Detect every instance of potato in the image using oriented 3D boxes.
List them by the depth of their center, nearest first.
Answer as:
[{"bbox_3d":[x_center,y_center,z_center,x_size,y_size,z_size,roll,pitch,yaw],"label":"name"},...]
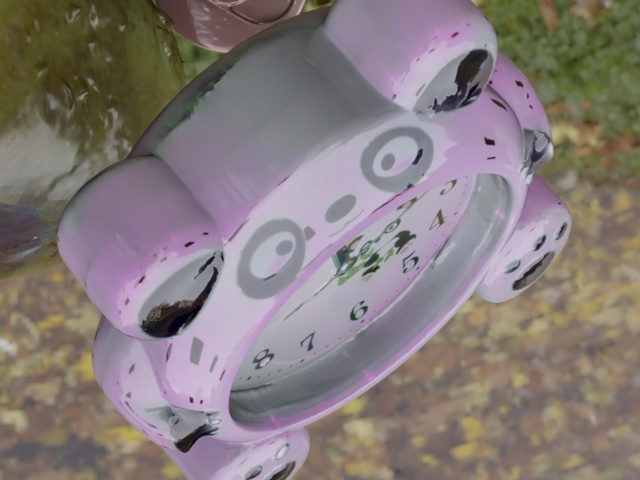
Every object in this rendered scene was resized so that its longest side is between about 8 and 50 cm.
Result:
[{"bbox_3d":[-0.194,-0.083,0.903,0.210,0.173,0.307,-23,159,15],"label":"potato"}]

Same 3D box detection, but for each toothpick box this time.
[{"bbox_3d":[-0.053,-0.183,1.046,0.098,0.149,0.098,0,109,1],"label":"toothpick box"}]

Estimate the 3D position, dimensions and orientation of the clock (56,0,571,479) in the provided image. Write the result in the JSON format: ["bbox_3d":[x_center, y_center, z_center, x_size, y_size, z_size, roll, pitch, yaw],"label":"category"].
[{"bbox_3d":[0.000,0.000,0.712,0.227,0.090,0.248,-39,156,-7],"label":"clock"}]
